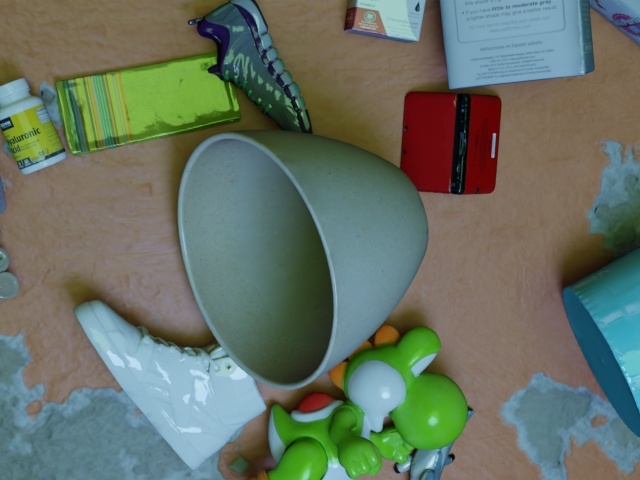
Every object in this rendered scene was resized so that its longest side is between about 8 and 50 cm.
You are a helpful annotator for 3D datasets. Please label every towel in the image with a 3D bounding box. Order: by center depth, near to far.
[{"bbox_3d":[-0.232,-0.187,1.352,0.237,0.021,0.102,-13,101,-9],"label":"towel"}]

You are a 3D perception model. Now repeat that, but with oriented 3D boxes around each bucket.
[{"bbox_3d":[0.482,0.137,1.418,0.183,0.281,0.281,-25,102,2],"label":"bucket"}]

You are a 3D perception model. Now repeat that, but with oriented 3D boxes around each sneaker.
[{"bbox_3d":[-0.093,-0.214,1.345,0.098,0.083,0.223,-27,92,-10],"label":"sneaker"},{"bbox_3d":[-0.195,0.160,1.374,0.169,0.108,0.292,-37,113,-6],"label":"sneaker"}]

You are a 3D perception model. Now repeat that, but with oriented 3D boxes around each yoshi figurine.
[{"bbox_3d":[0.068,0.290,1.406,0.362,0.203,0.203,-46,120,-4],"label":"yoshi figurine"}]

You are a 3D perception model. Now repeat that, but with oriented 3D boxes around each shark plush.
[{"bbox_3d":[0.176,0.321,1.507,0.067,0.073,0.161,41,67,-33],"label":"shark plush"}]

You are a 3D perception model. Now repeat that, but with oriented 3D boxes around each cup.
[{"bbox_3d":[0.000,0.000,1.302,0.237,0.331,0.331,-18,103,-37],"label":"cup"}]

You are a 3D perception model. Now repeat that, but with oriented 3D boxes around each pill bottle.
[{"bbox_3d":[-0.384,-0.150,1.304,0.065,0.065,0.116,-24,101,-7],"label":"pill bottle"}]

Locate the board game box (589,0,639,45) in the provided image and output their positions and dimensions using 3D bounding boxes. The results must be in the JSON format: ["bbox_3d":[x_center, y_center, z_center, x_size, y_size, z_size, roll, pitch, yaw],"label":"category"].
[{"bbox_3d":[0.521,-0.391,1.432,0.303,0.097,0.224,34,91,-15],"label":"board game box"}]

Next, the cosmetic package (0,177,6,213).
[{"bbox_3d":[-0.508,-0.085,1.245,0.184,0.151,0.151,-10,101,-8],"label":"cosmetic package"}]

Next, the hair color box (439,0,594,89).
[{"bbox_3d":[0.253,-0.401,1.329,0.185,0.113,0.374,-3,101,23],"label":"hair color box"}]

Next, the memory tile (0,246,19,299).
[{"bbox_3d":[-0.470,0.039,1.286,0.148,0.012,0.113,-18,92,-42],"label":"memory tile"}]

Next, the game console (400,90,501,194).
[{"bbox_3d":[0.190,-0.141,1.446,0.124,0.085,0.144,-4,101,-42],"label":"game console"}]

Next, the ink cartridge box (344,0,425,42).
[{"bbox_3d":[0.095,-0.349,1.374,0.099,0.056,0.135,7,97,-11],"label":"ink cartridge box"}]
